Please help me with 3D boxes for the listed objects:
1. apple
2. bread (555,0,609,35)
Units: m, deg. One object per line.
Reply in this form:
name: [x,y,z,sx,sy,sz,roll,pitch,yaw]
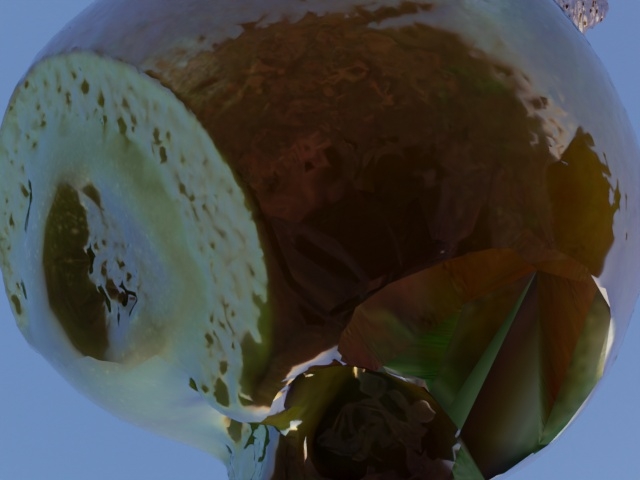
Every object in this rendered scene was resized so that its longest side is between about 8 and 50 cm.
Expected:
apple: [0.000,0.000,0.642,0.384,0.374,0.374,-31,-89,5]
bread: [0.152,-0.183,0.838,0.076,0.233,0.105,12,-73,38]
